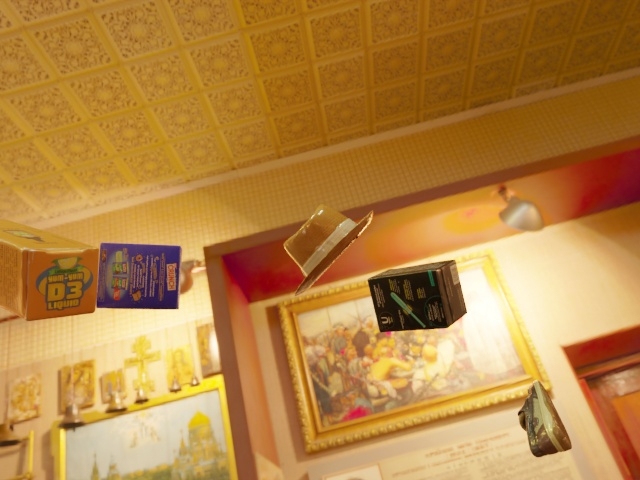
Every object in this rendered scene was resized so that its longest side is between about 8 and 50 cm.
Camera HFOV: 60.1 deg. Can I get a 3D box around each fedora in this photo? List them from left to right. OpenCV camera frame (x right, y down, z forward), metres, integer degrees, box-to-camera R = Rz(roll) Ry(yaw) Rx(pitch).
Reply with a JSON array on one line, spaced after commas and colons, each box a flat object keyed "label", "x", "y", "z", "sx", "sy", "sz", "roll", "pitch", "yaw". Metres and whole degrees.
[{"label": "fedora", "x": 0.000, "y": 0.000, "z": 0.859, "sx": 0.194, "sy": 0.079, "sz": 0.194, "roll": -46, "pitch": -3, "yaw": -3}]

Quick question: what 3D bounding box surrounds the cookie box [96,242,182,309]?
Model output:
[{"label": "cookie box", "x": -0.250, "y": 0.051, "z": 0.771, "sx": 0.107, "sy": 0.091, "sz": 0.040, "roll": 3, "pitch": -5, "yaw": -9}]

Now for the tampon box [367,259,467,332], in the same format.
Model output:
[{"label": "tampon box", "x": 0.200, "y": 0.116, "z": 1.147, "sx": 0.161, "sy": 0.120, "sz": 0.102, "roll": -11, "pitch": 3, "yaw": 38}]

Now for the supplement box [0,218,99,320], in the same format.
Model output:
[{"label": "supplement box", "x": -0.340, "y": 0.025, "z": 0.612, "sx": 0.234, "sy": 0.080, "sz": 0.078, "roll": 8, "pitch": 6, "yaw": 39}]

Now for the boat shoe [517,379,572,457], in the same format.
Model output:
[{"label": "boat shoe", "x": 0.278, "y": 0.225, "z": 0.710, "sx": 0.049, "sy": 0.056, "sz": 0.152, "roll": -30, "pitch": -2, "yaw": 15}]
